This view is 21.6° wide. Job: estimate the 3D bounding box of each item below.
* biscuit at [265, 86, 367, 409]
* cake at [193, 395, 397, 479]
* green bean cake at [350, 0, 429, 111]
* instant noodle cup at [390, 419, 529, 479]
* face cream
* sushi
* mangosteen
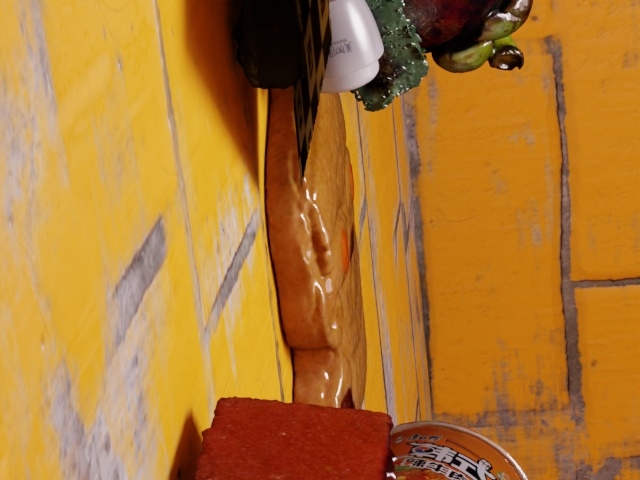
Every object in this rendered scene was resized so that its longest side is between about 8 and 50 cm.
[{"bbox_3d":[0.001,0.000,1.826,0.350,0.078,0.455,-88,171,-63],"label":"biscuit"},{"bbox_3d":[-0.025,0.239,1.181,0.283,0.150,0.177,-80,176,-62],"label":"cake"},{"bbox_3d":[0.047,-0.238,1.827,0.193,0.107,0.208,-106,170,-67],"label":"green bean cake"},{"bbox_3d":[0.109,0.343,1.885,0.192,0.250,0.250,-20,106,-72],"label":"instant noodle cup"},{"bbox_3d":[0.013,-0.201,1.654,0.091,0.091,0.095,-81,159,-60],"label":"face cream"},{"bbox_3d":[-0.050,-0.268,1.491,0.343,0.064,0.359,106,-21,-72],"label":"sushi"},{"bbox_3d":[0.145,-0.376,2.241,0.311,0.311,0.311,-4,90,-83],"label":"mangosteen"}]
